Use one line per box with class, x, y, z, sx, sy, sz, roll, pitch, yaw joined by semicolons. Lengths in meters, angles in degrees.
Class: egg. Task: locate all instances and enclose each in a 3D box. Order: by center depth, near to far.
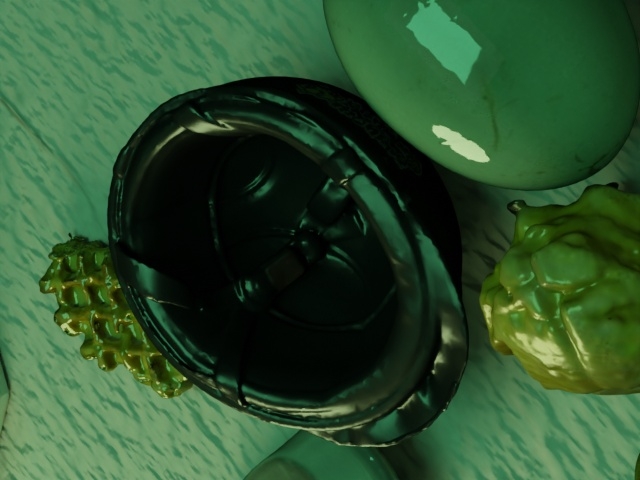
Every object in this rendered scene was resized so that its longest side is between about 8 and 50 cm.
egg;0.100;-0.132;1.192;0.231;0.168;0.168;49;126;8

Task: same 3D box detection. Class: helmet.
helmet;0.000;0.000;1.309;0.279;0.160;0.230;34;121;10

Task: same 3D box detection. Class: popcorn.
popcorn;0.174;0.034;1.197;0.148;0.167;0.152;-11;75;2

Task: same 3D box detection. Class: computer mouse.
computer mouse;-0.003;0.214;1.430;0.128;0.079;0.231;57;143;13

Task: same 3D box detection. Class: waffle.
waffle;-0.139;0.040;1.493;0.192;0.046;0.160;35;123;23

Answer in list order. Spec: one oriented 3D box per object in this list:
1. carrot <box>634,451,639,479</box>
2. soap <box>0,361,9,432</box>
carrot;0.318;0.056;1.151;0.074;0.074;0.358;50;125;14
soap;-0.398;0.169;1.689;0.289;0.095;0.172;-12;95;37
